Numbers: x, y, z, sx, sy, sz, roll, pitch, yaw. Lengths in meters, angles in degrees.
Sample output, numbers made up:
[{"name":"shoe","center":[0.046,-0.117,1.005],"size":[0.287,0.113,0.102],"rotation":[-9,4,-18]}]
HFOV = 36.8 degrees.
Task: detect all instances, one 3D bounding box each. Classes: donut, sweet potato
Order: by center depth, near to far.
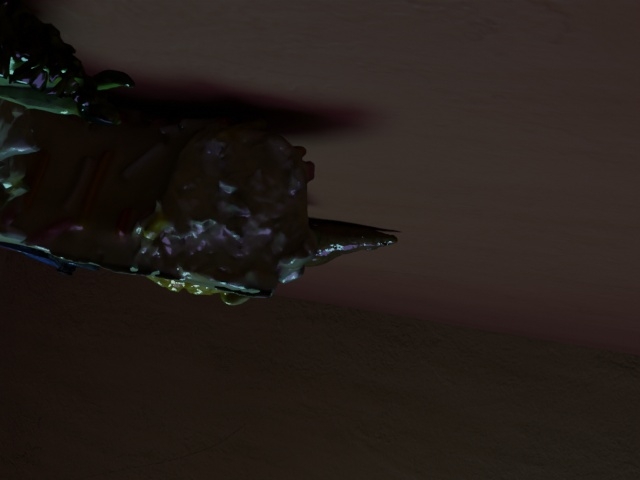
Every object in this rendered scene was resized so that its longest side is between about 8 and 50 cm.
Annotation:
[{"name":"donut","center":[-0.196,-0.061,0.753],"size":[0.371,0.150,0.307],"rotation":[19,170,-40]},{"name":"sweet potato","center":[-0.003,0.006,1.273],"size":[0.226,0.068,0.068],"rotation":[7,171,31]}]

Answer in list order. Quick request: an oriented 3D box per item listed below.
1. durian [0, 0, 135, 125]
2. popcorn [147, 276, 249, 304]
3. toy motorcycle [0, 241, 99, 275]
[{"name":"durian","center":[-0.267,-0.138,0.452],"size":[0.375,0.107,0.132],"rotation":[15,174,-25]},{"name":"popcorn","center":[-0.128,-0.004,1.150],"size":[0.194,0.140,0.163],"rotation":[1,164,2]},{"name":"toy motorcycle","center":[-0.456,-0.027,1.514],"size":[0.212,0.125,0.358],"rotation":[14,172,-2]}]
